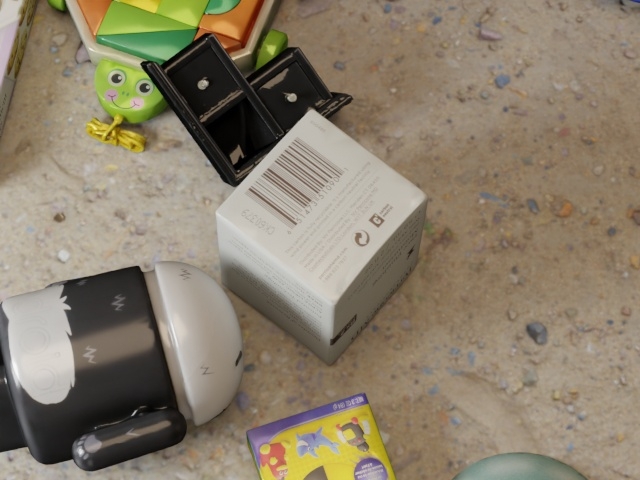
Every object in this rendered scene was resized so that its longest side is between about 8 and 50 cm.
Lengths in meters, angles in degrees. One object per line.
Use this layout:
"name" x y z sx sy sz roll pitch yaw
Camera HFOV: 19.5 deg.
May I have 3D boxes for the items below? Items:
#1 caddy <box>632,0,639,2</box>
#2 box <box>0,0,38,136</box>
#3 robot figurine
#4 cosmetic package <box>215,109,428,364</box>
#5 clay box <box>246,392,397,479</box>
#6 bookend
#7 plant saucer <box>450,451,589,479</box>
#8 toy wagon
"caddy" 0.406 -0.415 2.033 0.341 0.179 0.241 -45 98 -17
"box" -0.355 -0.209 1.999 0.063 0.067 0.324 10 67 3
"robot figurine" -0.213 0.122 1.812 0.278 0.173 0.209 -14 80 -6
"cosmetic package" 0.000 0.000 1.853 0.151 0.183 0.151 37 72 14
"clay box" 0.021 0.273 1.813 0.127 0.053 0.222 -18 68 -7
"bookend" -0.077 -0.164 1.934 0.157 0.072 0.156 -36 102 -6
"plant saucer" 0.199 0.296 1.815 0.195 0.037 0.195 0 69 0
"toy wagon" -0.159 -0.258 2.018 0.267 0.068 0.344 19 69 7
